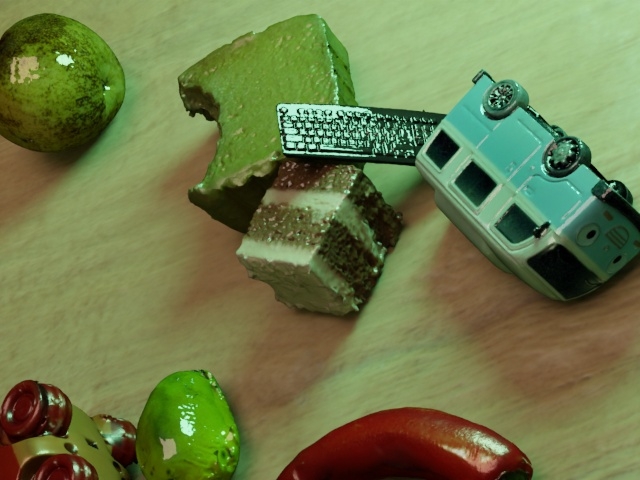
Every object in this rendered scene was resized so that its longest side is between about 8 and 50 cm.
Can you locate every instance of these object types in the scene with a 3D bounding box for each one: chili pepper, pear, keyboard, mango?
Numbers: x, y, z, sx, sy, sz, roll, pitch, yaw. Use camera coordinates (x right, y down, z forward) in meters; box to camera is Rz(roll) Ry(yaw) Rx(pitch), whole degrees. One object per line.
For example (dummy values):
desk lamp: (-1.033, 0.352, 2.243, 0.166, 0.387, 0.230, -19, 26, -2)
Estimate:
chili pepper: (0.103, 0.248, 1.896, 0.368, 0.092, 0.137, -1, 80, 42)
pear: (-0.367, -0.212, 2.443, 0.197, 0.197, 0.197, -17, 53, 24)
keyboard: (0.071, -0.125, 2.085, 0.250, 0.017, 0.087, 3, 54, -15)
mango: (-0.156, 0.228, 2.064, 0.178, 0.119, 0.100, -93, 17, -45)

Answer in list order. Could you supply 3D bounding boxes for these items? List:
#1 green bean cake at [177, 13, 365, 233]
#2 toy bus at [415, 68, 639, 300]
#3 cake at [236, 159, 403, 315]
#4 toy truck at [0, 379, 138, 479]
green bean cake: (-0.060, -0.145, 2.227, 0.233, 0.124, 0.236, -23, 51, 19)
toy bus: (0.232, -0.050, 1.962, 0.165, 0.133, 0.271, -46, 44, 6)
cake: (0.000, 0.000, 2.081, 0.134, 0.135, 0.147, 4, 59, 36)
toy truck: (-0.323, 0.320, 2.062, 0.239, 0.189, 0.265, -42, 47, 14)
